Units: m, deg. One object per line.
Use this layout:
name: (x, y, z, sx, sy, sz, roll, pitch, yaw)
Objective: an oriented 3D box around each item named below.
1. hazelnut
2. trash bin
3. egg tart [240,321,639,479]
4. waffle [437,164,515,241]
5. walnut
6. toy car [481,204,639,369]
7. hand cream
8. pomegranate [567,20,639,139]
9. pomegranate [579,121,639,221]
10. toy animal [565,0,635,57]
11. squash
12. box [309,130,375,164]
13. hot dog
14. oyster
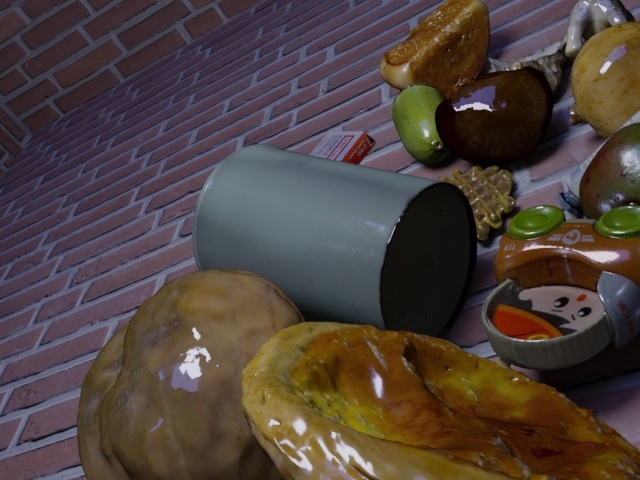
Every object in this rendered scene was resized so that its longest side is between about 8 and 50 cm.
hazelnut: (0.301, -0.217, 1.214, 0.201, 0.170, 0.161, 4, 45, 17)
trash bin: (0.000, 0.000, 1.106, 0.431, 0.280, 0.280, 14, 57, 40)
egg tart: (0.125, 0.230, 0.681, 0.443, 0.442, 0.178, 31, 106, 56)
waffle: (0.250, -0.067, 1.195, 0.192, 0.046, 0.161, 7, 52, 49)
walnut: (-0.129, 0.220, 0.914, 0.383, 0.384, 0.384, -25, 34, 18)
toy car: (0.301, 0.073, 0.841, 0.235, 0.145, 0.235, -20, 26, 10)
hand cream: (0.449, -0.147, 0.993, 0.276, 0.059, 0.095, -53, -14, 30)
pomegranate: (0.472, -0.240, 1.081, 0.196, 0.196, 0.196, -25, 34, 18)
pomegranate: (0.447, -0.072, 0.918, 0.209, 0.180, 0.179, -23, 19, -41)
toy animal: (0.499, -0.358, 1.218, 0.121, 0.233, 0.169, -17, 71, 32)
squash: (0.213, -0.220, 1.362, 0.123, 0.123, 0.187, -29, 37, 13)
box: (0.012, -0.157, 1.532, 0.122, 0.050, 0.229, 10, 54, 47)
hot dog: (0.261, -0.392, 1.497, 0.256, 0.153, 0.150, -42, 37, -5)
oyster: (0.409, -0.325, 1.340, 0.161, 0.107, 0.233, -22, 16, 31)
